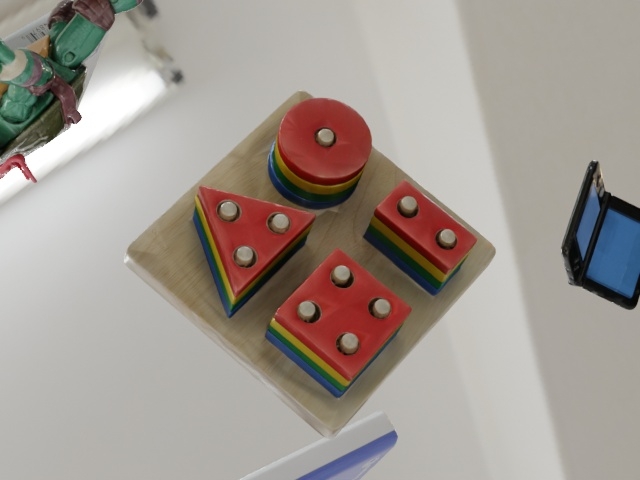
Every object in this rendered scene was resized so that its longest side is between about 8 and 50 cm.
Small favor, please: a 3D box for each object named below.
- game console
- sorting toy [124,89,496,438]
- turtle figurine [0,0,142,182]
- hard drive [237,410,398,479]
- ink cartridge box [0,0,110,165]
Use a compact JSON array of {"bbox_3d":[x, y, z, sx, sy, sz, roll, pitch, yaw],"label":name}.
[{"bbox_3d":[0.311,-0.006,1.618,0.122,0.071,0.107,-67,-27,-27],"label":"game console"},{"bbox_3d":[0.000,0.000,1.398,0.257,0.255,0.089,-45,-10,-27],"label":"sorting toy"},{"bbox_3d":[-0.219,-0.126,1.092,0.234,0.175,0.118,-48,-56,-23],"label":"turtle figurine"},{"bbox_3d":[-0.089,0.285,1.536,0.318,0.040,0.210,-22,-18,-31],"label":"hard drive"},{"bbox_3d":[-0.293,-0.086,1.298,0.223,0.045,0.224,-39,-8,-36],"label":"ink cartridge box"}]
